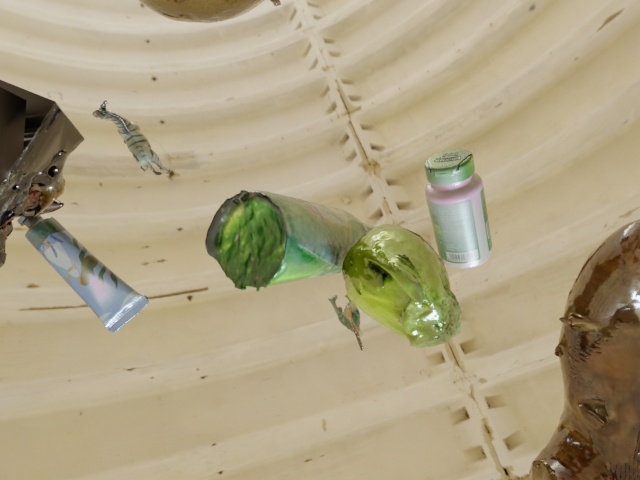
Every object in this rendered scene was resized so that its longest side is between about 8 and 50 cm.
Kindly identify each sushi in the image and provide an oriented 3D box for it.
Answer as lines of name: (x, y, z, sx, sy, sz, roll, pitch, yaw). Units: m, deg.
sushi: (-0.459, -0.078, 0.560, 0.216, 0.212, 0.227, 22, -106, -6)

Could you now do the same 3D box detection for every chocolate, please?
chocolate: (0.000, 0.000, 0.561, 0.110, 0.291, 0.110, 0, -91, 31)

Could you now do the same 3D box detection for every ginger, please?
ginger: (0.260, 0.135, 0.397, 0.107, 0.133, 0.308, 14, -89, 60)

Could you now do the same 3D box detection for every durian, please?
durian: (0.094, 0.049, 0.477, 0.139, 0.250, 0.101, 35, -98, 32)

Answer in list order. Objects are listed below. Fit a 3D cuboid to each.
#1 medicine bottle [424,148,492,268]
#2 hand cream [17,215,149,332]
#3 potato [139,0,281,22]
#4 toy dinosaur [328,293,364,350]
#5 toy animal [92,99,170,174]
medicine bottle: (0.325, -0.074, 1.047, 0.134, 0.274, 0.133, -15, -148, 10)
hand cream: (-0.429, 0.048, 0.793, 0.088, 0.055, 0.256, -44, -79, -16)
potato: (-0.152, -0.357, 0.599, 0.239, 0.299, 0.115, -1, -73, 0)
toy dinosaur: (0.058, 0.148, 0.789, 0.044, 0.187, 0.106, -21, -88, -8)
toy animal: (-0.510, -0.269, 1.200, 0.073, 0.176, 0.216, -39, -88, -6)
